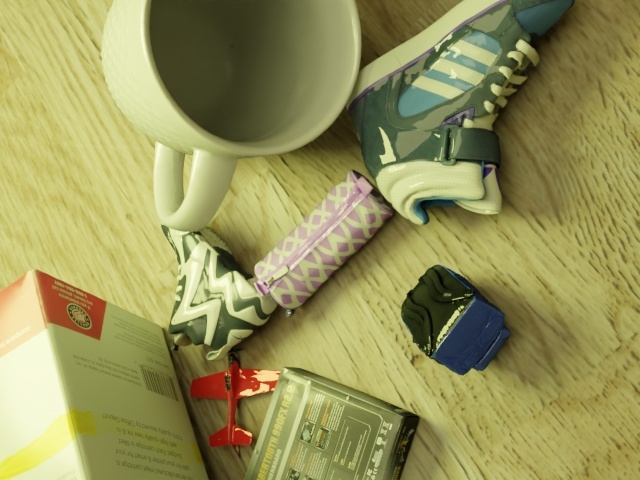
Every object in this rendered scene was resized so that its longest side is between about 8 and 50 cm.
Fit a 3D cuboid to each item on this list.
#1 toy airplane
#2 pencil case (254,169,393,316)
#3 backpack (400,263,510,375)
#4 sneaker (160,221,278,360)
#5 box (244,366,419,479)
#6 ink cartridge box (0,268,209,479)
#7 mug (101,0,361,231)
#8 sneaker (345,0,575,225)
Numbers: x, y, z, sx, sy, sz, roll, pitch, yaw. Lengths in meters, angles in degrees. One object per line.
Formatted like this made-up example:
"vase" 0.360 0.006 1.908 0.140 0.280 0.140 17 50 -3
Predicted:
"toy airplane" -0.122 0.220 1.158 0.151 0.028 0.151 -6 76 25
"pencil case" 0.000 0.000 1.107 0.206 0.088 0.086 -46 64 11
"backpack" 0.154 0.094 1.001 0.098 0.101 0.120 -51 29 5
"sneaker" -0.179 0.072 1.183 0.235 0.094 0.153 41 97 24
"box" 0.001 0.296 1.061 0.183 0.056 0.231 16 87 30
"ink cartridge box" -0.284 0.266 1.058 0.160 0.279 0.384 -31 59 10
"mug" -0.152 -0.196 1.104 0.328 0.276 0.373 9 90 62
"sneaker" 0.201 -0.153 1.022 0.323 0.130 0.236 -28 76 16
